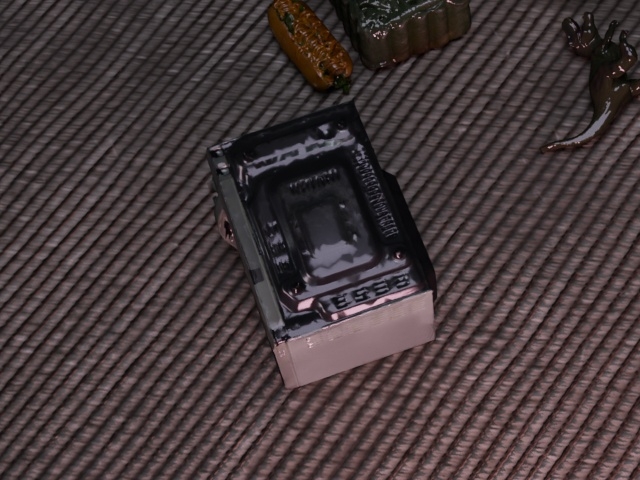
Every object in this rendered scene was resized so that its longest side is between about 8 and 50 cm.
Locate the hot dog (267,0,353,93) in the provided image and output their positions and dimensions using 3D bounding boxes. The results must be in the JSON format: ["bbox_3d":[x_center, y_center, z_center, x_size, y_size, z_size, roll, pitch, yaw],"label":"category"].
[{"bbox_3d":[-0.016,-0.285,1.931,0.072,0.055,0.188,-31,64,-11],"label":"hot dog"}]

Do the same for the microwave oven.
[{"bbox_3d":[0.000,0.000,1.716,0.238,0.181,0.295,-19,63,-3],"label":"microwave oven"}]

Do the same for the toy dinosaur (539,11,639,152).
[{"bbox_3d":[0.372,-0.216,1.879,0.179,0.087,0.187,-41,42,25],"label":"toy dinosaur"}]

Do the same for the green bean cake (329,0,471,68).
[{"bbox_3d":[0.110,-0.358,1.933,0.173,0.094,0.181,-23,62,-5],"label":"green bean cake"}]
